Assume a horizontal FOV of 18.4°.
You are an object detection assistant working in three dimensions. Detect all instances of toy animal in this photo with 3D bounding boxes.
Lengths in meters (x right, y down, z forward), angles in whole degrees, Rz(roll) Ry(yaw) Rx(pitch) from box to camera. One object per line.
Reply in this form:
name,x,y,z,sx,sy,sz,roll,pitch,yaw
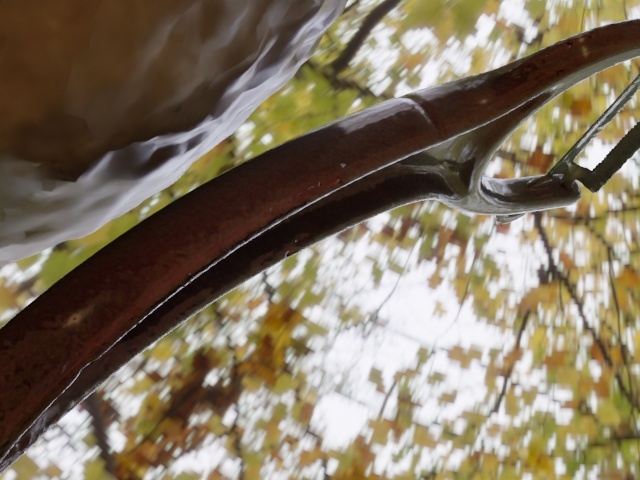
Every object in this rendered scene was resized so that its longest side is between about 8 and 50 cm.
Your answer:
toy animal,-0.123,-0.088,0.630,0.358,0.226,0.188,-19,-64,19

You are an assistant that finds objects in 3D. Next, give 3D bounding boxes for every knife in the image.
knife,-0.002,-0.001,0.602,0.053,0.278,0.123,53,-37,17
